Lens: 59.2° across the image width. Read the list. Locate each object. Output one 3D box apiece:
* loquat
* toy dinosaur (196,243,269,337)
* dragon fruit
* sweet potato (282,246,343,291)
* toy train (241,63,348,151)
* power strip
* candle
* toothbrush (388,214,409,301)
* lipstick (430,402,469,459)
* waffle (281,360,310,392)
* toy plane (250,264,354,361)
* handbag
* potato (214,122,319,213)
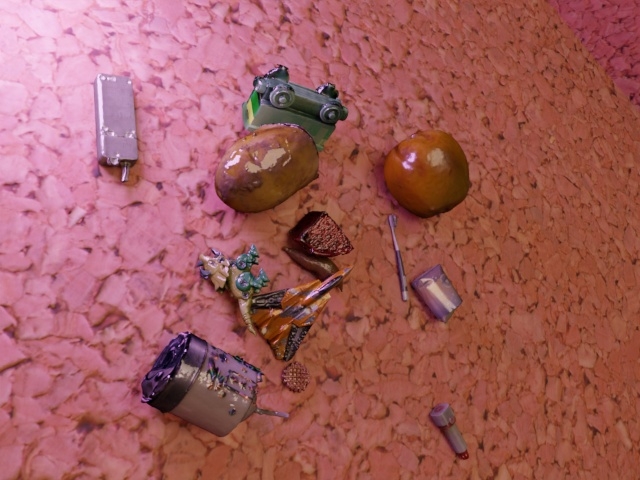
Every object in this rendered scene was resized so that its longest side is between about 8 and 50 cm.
[{"bbox_3d":[0.353,-0.217,1.833,0.276,0.276,0.283,-32,96,-36],"label":"loquat"},{"bbox_3d":[-0.198,0.119,1.447,0.153,0.094,0.259,-29,76,-16],"label":"toy dinosaur"},{"bbox_3d":[-0.002,0.001,1.625,0.161,0.127,0.120,47,74,-14],"label":"dragon fruit"},{"bbox_3d":[-0.007,0.068,1.624,0.226,0.068,0.068,35,59,-16],"label":"sweet potato"},{"bbox_3d":[-0.074,-0.380,1.645,0.301,0.202,0.120,11,50,-29],"label":"toy train"},{"bbox_3d":[-0.514,-0.279,1.419,0.093,0.053,0.287,1,74,-34],"label":"power strip"},{"bbox_3d":[-0.234,0.353,1.307,0.330,0.187,0.187,34,59,-21],"label":"candle"},{"bbox_3d":[0.254,0.054,1.817,0.024,0.026,0.287,0,75,-29],"label":"toothbrush"},{"bbox_3d":[0.408,0.593,1.720,0.063,0.057,0.186,-34,96,-36],"label":"lipstick"},{"bbox_3d":[-0.066,0.365,1.509,0.083,0.029,0.075,46,55,-9],"label":"waffle"},{"bbox_3d":[-0.039,0.161,1.529,0.316,0.103,0.204,-38,97,-20],"label":"toy plane"},{"bbox_3d":[0.382,0.178,1.823,0.117,0.095,0.173,-30,84,-30],"label":"handbag"},{"bbox_3d":[-0.165,-0.185,1.522,0.229,0.229,0.266,50,55,-9],"label":"potato"}]
